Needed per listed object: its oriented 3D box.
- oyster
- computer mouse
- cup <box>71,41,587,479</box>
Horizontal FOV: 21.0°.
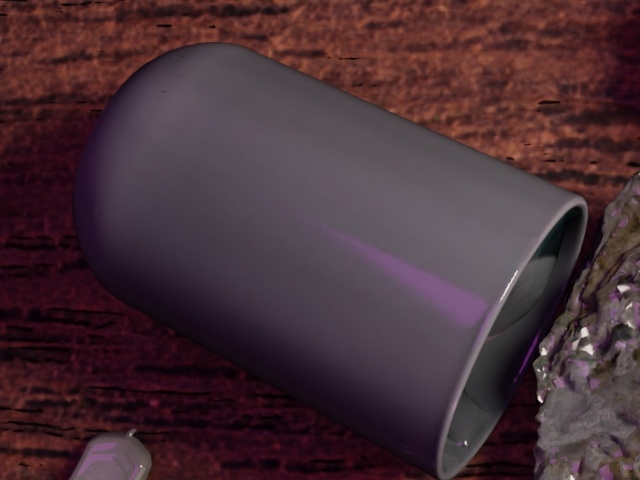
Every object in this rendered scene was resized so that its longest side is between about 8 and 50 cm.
[{"bbox_3d":[0.241,0.078,1.137,0.198,0.112,0.268,8,85,14],"label":"oyster"},{"bbox_3d":[-0.159,0.186,1.251,0.056,0.032,0.110,24,76,15],"label":"computer mouse"},{"bbox_3d":[0.000,0.000,1.156,0.312,0.205,0.205,27,87,16],"label":"cup"}]
